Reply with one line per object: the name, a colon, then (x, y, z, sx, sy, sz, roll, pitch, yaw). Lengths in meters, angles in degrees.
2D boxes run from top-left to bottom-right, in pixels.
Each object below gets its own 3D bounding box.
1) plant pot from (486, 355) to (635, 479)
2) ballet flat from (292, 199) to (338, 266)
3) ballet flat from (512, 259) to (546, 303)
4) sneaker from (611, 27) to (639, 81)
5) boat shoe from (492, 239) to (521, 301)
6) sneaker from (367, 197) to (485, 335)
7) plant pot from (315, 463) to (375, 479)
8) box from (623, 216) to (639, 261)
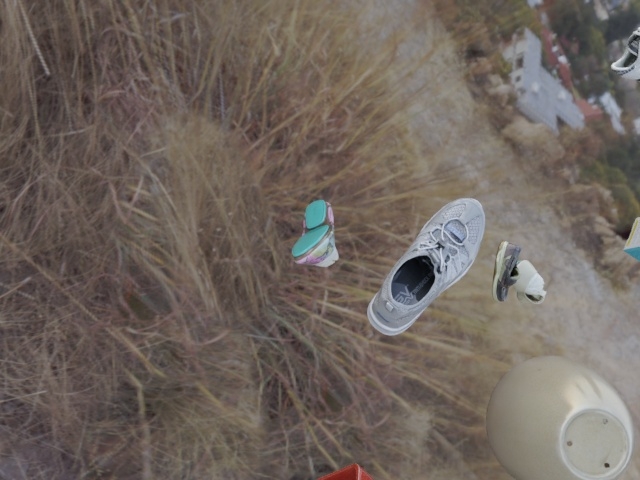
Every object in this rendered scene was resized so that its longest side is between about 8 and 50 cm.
plant pot: (0.495, 0.377, 1.158, 0.284, 0.191, 0.284, 0, 84, -2)
ballet flat: (0.000, 0.000, 1.075, 0.079, 0.076, 0.221, 60, 16, -22)
ballet flat: (0.580, 0.123, 1.622, 0.248, 0.086, 0.086, 40, 50, -59)
sneaker: (0.760, -0.465, 1.319, 0.094, 0.235, 0.090, 12, 40, -14)
boat shoe: (0.383, 0.070, 1.205, 0.056, 0.049, 0.152, -50, 143, -38)
sneaker: (0.190, 0.035, 0.961, 0.105, 0.115, 0.281, 35, 71, 9)
plant pot: (0.050, 0.608, 1.058, 0.235, 0.267, 0.267, 37, 36, -23)
box: (0.821, -0.022, 1.352, 0.060, 0.244, 0.101, 32, 74, -7)
